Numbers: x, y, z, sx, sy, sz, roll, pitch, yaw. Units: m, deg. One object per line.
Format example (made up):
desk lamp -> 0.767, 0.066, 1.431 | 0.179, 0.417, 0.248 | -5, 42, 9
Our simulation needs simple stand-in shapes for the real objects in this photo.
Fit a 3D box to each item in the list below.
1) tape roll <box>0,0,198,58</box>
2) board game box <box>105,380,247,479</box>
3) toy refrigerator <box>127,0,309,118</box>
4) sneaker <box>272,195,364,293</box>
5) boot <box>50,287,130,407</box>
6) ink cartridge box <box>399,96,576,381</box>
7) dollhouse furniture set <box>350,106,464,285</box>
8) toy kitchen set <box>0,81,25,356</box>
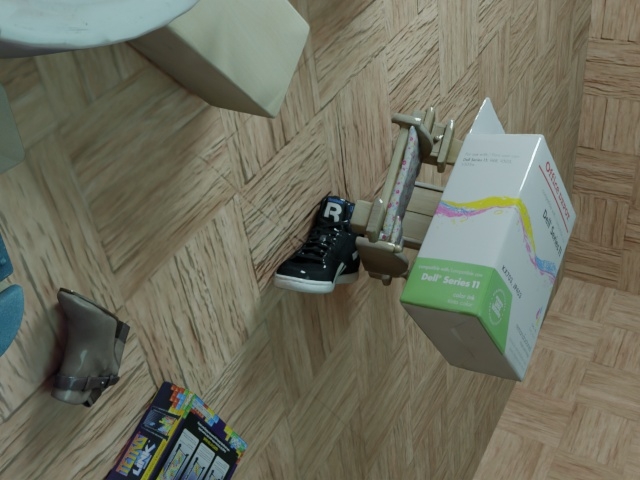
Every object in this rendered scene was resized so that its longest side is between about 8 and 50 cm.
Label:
tape roll -> -0.171, -0.248, 0.426 | 0.286, 0.100, 0.286 | -8, 103, -38
board game box -> -0.159, 0.256, 0.865 | 0.141, 0.048, 0.170 | -61, 150, -24
toy refrigerator -> -0.121, -0.210, 0.659 | 0.269, 0.094, 0.102 | 31, 77, -59
sneaker -> 0.000, 0.000, 1.028 | 0.217, 0.079, 0.121 | -10, 108, -70
boot -> -0.214, 0.101, 0.689 | 0.087, 0.042, 0.118 | -64, 151, -17
ink cartridge box -> 0.258, -0.009, 1.093 | 0.207, 0.119, 0.354 | 49, 57, -45
dollhouse furniture set -> 0.182, -0.087, 1.121 | 0.355, 0.173, 0.303 | 61, 44, -72
toy kitchen set -> -0.262, 0.022, 0.463 | 0.166, 0.122, 0.207 | -47, 141, -44
